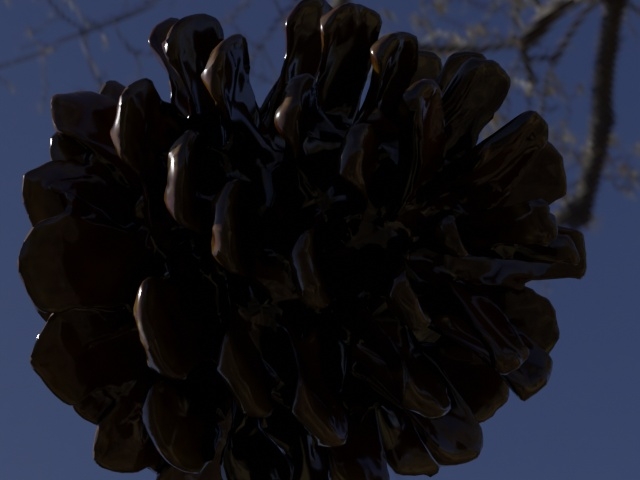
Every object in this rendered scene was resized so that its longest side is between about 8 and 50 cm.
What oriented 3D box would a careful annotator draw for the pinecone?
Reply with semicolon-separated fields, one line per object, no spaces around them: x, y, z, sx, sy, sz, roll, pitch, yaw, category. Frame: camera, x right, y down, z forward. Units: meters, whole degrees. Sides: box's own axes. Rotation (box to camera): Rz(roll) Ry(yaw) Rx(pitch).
0.004;0.010;0.813;0.264;0.264;0.264;-15;-38;-12;pinecone
